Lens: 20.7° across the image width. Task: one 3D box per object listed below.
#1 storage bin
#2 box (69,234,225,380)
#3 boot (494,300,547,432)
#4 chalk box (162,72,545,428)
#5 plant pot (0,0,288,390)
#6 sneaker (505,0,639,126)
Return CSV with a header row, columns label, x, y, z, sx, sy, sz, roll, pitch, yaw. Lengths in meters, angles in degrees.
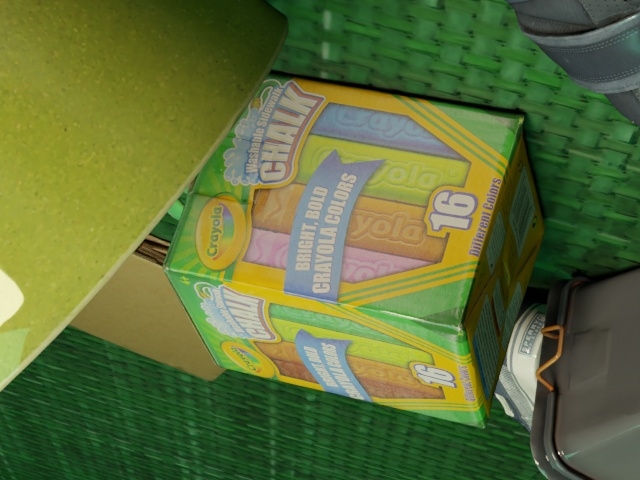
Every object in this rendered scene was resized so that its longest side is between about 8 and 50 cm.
label,x,y,z,sx,sy,sz,roll,pitch,yaw
storage bin,0.182,0.073,1.007,0.098,0.135,0.091,30,143,-25
box,-0.124,0.045,1.295,0.164,0.021,0.201,23,157,-11
boot,0.134,0.085,1.155,0.086,0.069,0.190,21,159,31
chalk box,0.000,0.000,0.959,0.213,0.132,0.132,10,155,18
plant pot,-0.213,-0.099,0.787,0.293,0.275,0.275,43,151,-13
sneaker,0.139,-0.115,0.636,0.163,0.086,0.226,41,160,-22
